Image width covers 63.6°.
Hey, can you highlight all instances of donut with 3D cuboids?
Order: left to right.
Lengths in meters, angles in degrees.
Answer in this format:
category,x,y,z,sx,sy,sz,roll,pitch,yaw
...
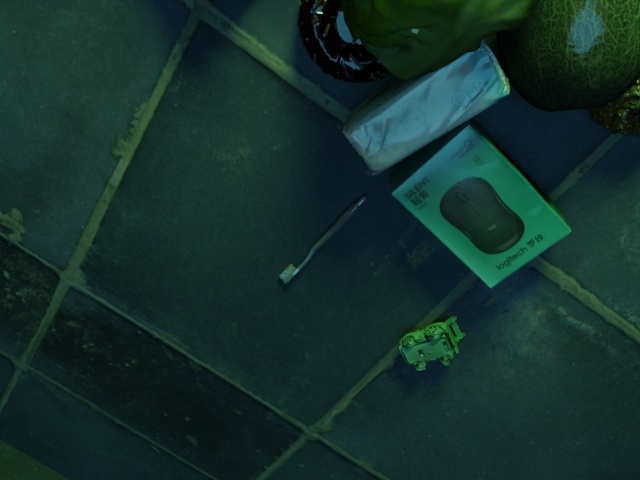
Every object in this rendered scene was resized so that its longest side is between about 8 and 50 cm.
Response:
category,x,y,z,sx,sy,sz,roll,pitch,yaw
donut,0.064,-0.397,0.936,0.234,0.089,0.235,5,119,8

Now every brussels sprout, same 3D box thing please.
category,x,y,z,sx,sy,sz,roll,pitch,yaw
brussels sprout,0.175,-0.390,0.721,0.247,0.328,0.328,37,117,-16

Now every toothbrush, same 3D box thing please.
category,x,y,z,sx,sy,sz,roll,pitch,yaw
toothbrush,0.000,0.000,1.186,0.029,0.025,0.307,43,117,-3

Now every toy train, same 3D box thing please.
category,x,y,z,sx,sy,sz,roll,pitch,yaw
toy train,0.265,0.244,1.236,0.149,0.081,0.099,-22,111,26

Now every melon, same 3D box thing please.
category,x,y,z,sx,sy,sz,roll,pitch,yaw
melon,0.400,-0.359,0.808,0.237,0.237,0.302,-2,104,12

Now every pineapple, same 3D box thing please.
category,x,y,z,sx,sy,sz,roll,pitch,yaw
pineapple,0.558,-0.250,0.889,0.175,0.137,0.162,8,118,6

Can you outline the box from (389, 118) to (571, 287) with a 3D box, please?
category,x,y,z,sx,sy,sz,roll,pitch,yaw
box,0.314,-0.079,1.035,0.311,0.118,0.205,42,115,-12

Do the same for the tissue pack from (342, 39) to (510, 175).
category,x,y,z,sx,sy,sz,roll,pitch,yaw
tissue pack,0.185,-0.249,0.925,0.271,0.201,0.124,-29,104,22
